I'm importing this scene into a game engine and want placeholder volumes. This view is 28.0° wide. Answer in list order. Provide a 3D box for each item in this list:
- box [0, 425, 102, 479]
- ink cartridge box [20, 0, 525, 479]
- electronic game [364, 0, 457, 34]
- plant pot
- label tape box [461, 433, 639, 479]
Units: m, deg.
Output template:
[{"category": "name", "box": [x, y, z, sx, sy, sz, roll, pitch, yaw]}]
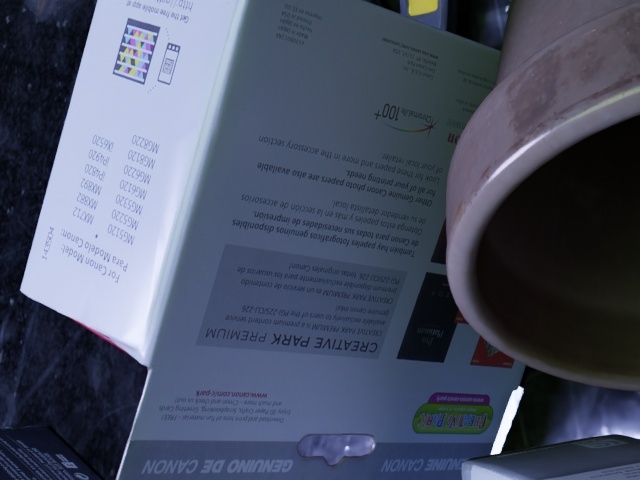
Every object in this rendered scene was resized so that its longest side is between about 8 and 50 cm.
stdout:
[{"category": "box", "box": [-0.365, 0.339, 1.057, 0.179, 0.313, 0.343, 32, 106, 43]}, {"category": "ink cartridge box", "box": [0.000, 0.000, 0.754, 0.130, 0.309, 0.271, 23, 99, 45]}, {"category": "electronic game", "box": [0.009, -0.151, 0.957, 0.229, 0.048, 0.229, -9, 77, 43]}, {"category": "plant pot", "box": [0.186, -0.081, 0.652, 0.263, 0.263, 0.229, -32, 45, 37]}, {"category": "label tape box", "box": [0.180, 0.229, 0.561, 0.334, 0.106, 0.240, 177, 89, -72]}]
